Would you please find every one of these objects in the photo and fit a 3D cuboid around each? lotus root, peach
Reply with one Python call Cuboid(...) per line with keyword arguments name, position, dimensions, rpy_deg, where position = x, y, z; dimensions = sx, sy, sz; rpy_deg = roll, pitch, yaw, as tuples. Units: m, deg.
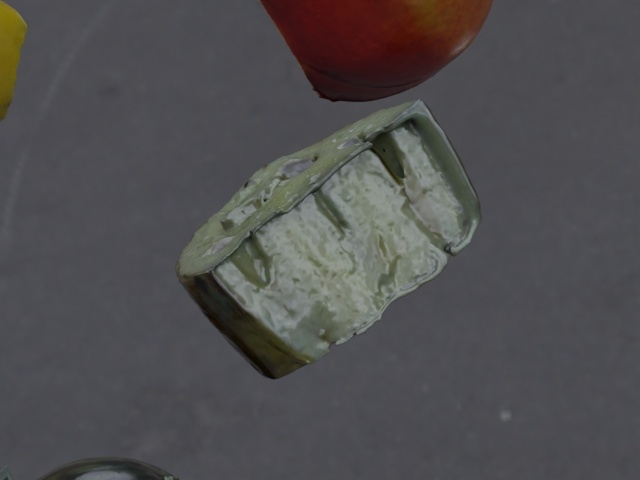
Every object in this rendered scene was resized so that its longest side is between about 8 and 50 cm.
Cuboid(name="lotus root", position=(0.000, 0.000, 1.522), dimensions=(0.235, 0.119, 0.138), rpy_deg=(-37, 18, -19))
Cuboid(name="peach", position=(0.004, -0.175, 1.181), dimensions=(0.192, 0.190, 0.190), rpy_deg=(-2, 32, -16))

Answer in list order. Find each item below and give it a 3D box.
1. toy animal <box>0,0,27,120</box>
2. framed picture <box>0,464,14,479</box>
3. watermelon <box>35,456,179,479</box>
Cuboid(name="toy animal", position=(-0.327, -0.191, 1.641), dimensions=(0.156, 0.156, 0.229), rpy_deg=(-19, 69, -7))
Cuboid(name="framed picture", position=(-0.290, 0.296, 1.826), dimensions=(0.011, 0.142, 0.183), rpy_deg=(-22, 7, 13))
Cuboid(name="watermelon", position=(-0.180, 0.282, 1.662), dimensions=(0.212, 0.212, 0.212), rpy_deg=(-9, 35, 7))
